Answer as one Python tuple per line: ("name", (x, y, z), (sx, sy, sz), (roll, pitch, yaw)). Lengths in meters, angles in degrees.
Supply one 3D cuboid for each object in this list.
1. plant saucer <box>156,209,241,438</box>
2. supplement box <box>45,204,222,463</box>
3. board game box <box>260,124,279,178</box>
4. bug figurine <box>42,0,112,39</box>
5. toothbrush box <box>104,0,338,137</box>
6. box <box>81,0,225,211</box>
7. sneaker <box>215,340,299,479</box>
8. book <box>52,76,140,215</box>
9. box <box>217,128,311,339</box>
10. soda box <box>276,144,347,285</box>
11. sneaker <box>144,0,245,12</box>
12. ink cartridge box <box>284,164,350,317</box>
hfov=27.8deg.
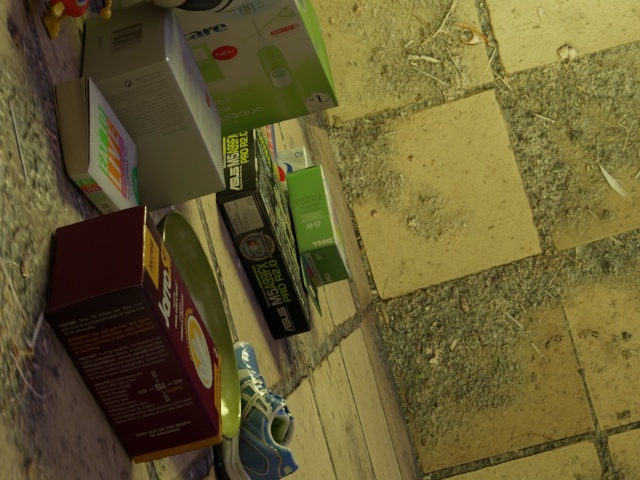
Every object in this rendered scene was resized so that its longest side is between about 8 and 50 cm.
("plant saucer", (-0.135, 0.089, 1.324), (0.241, 0.037, 0.240), (-15, 90, -84))
("supplement box", (-0.147, 0.079, 1.057), (0.104, 0.081, 0.188), (-97, 169, -50))
("board game box", (-0.123, -0.227, 2.095), (0.317, 0.046, 0.213), (-98, 169, -46))
("bug figurine", (-0.254, -0.331, 1.140), (0.216, 0.072, 0.279), (-97, 169, -51))
("toothbrush box", (-0.113, -0.245, 1.534), (0.283, 0.206, 0.122), (63, 14, -64))
("box", (-0.168, -0.139, 1.323), (0.130, 0.091, 0.170), (-99, 170, -50))
("sneaker", (-0.070, 0.193, 1.430), (0.211, 0.081, 0.080), (-100, 170, -47))
("book", (-0.201, -0.073, 1.190), (0.144, 0.035, 0.096), (62, 18, -67))
("box", (-0.083, -0.022, 1.904), (0.216, 0.060, 0.270), (-98, 170, -53))
("soda box", (-0.029, -0.038, 2.240), (0.286, 0.091, 0.098), (64, 13, -55))
("sneaker", (-0.199, -0.350, 1.315), (0.127, 0.126, 0.321), (-6, 42, -43))
("ink cartridge box", (0.000, 0.000, 2.012), (0.109, 0.062, 0.209), (67, 10, -57))
